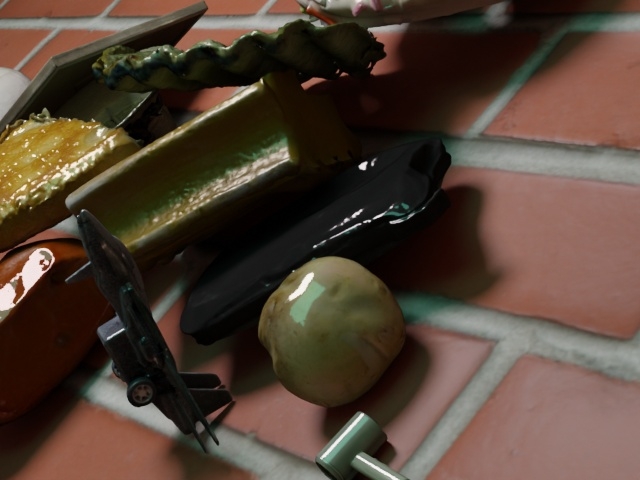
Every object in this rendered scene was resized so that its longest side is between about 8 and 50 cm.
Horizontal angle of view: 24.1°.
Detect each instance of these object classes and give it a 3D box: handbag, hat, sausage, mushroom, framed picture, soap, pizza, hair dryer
[{"bbox_3d":[0.003,-0.001,1.588,0.332,0.075,0.191,-28,18,24],"label":"handbag"},{"bbox_3d":[-0.272,-0.140,2.092,0.257,0.130,0.257,-31,27,18],"label":"hat"},{"bbox_3d":[-0.358,0.111,1.799,0.268,0.153,0.141,-49,23,-23],"label":"sausage"},{"bbox_3d":[0.010,0.087,1.448,0.148,0.148,0.112,-43,-11,-8],"label":"mushroom"},{"bbox_3d":[-0.329,-0.244,2.216,0.324,0.020,0.240,-32,-6,-45],"label":"framed picture"},{"bbox_3d":[-0.113,-0.072,1.731,0.281,0.143,0.259,-30,-4,17],"label":"soap"},{"bbox_3d":[-0.344,-0.096,1.906,0.280,0.075,0.288,-26,29,3],"label":"pizza"},{"bbox_3d":[0.052,0.198,1.323,0.063,0.038,0.124,-47,35,-15],"label":"hair dryer"}]

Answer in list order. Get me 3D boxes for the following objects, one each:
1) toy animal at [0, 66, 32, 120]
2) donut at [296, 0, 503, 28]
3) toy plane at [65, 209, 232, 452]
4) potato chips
[{"bbox_3d":[-0.579,-0.152,2.424,0.249,0.174,0.289,-13,38,37],"label":"toy animal"},{"bbox_3d":[0.135,-0.375,1.832,0.382,0.142,0.382,-13,21,5],"label":"donut"},{"bbox_3d":[-0.193,0.088,1.522,0.088,0.267,0.212,-36,28,-6],"label":"toy plane"},{"bbox_3d":[-0.103,-0.219,1.821,0.358,0.070,0.429,-3,3,8],"label":"potato chips"}]
